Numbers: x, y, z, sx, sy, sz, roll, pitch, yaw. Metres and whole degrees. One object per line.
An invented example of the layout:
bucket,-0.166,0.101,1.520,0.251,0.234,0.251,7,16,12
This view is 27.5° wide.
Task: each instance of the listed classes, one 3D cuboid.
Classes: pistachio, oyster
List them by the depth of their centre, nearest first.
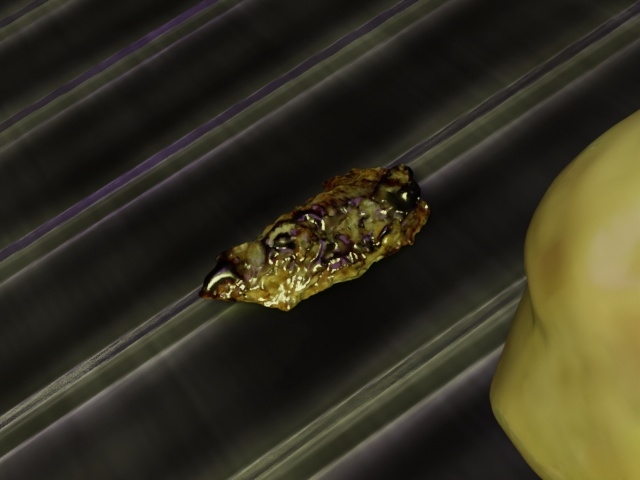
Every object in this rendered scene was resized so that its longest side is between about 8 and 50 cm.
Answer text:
pistachio,0.226,0.024,0.483,0.332,0.207,0.226,-15,-2,0
oyster,0.000,-0.001,0.724,0.086,0.029,0.132,19,55,37
